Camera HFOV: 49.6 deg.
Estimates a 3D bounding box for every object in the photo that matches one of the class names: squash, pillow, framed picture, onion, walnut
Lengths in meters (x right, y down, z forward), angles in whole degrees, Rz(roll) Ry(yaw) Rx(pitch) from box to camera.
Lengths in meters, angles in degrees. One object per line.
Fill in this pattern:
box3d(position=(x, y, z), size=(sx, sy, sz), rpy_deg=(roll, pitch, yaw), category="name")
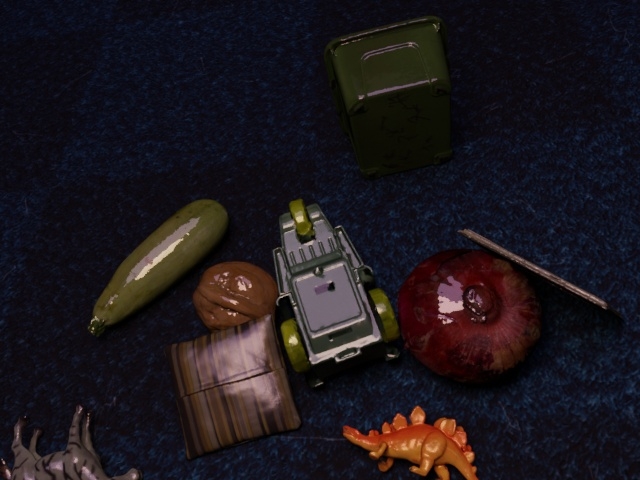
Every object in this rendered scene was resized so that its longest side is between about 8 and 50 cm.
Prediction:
box3d(position=(-0.338, 0.051, 1.430), size=(0.370, 0.118, 0.118), rpy_deg=(-44, 55, -15), category="squash")
box3d(position=(-0.159, 0.257, 1.224), size=(0.212, 0.052, 0.208), rpy_deg=(-17, 77, 3), category="pillow")
box3d(position=(0.384, 0.059, 1.193), size=(0.273, 0.216, 0.016), rpy_deg=(31, 95, 30), category="framed picture")
box3d(position=(0.254, 0.124, 1.176), size=(0.246, 0.190, 0.246), rpy_deg=(0, 65, 0), category="onion")
box3d(position=(-0.159, 0.115, 1.318), size=(0.166, 0.149, 0.166), rpy_deg=(-1, 86, 9), category="walnut")

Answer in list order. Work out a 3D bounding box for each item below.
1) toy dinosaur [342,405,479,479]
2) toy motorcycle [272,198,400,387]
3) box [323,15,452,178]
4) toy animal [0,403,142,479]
box3d(position=(0.176, 0.330, 1.112), size=(0.288, 0.070, 0.117), rpy_deg=(12, 56, 16), category="toy dinosaur")
box3d(position=(0.012, 0.091, 1.269), size=(0.191, 0.200, 0.326), rpy_deg=(-19, 61, 1), category="toy motorcycle")
box3d(position=(0.160, -0.280, 1.445), size=(0.252, 0.329, 0.178), rpy_deg=(-14, 62, 5), category="box")
box3d(position=(-0.436, 0.374, 1.215), size=(0.255, 0.090, 0.170), rpy_deg=(-1, 56, 17), category="toy animal")
